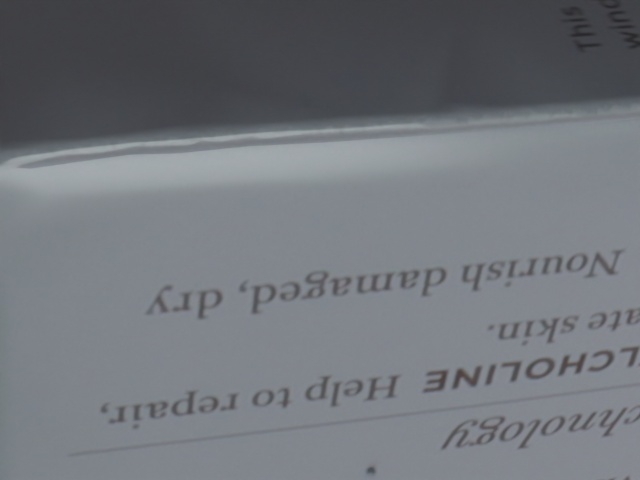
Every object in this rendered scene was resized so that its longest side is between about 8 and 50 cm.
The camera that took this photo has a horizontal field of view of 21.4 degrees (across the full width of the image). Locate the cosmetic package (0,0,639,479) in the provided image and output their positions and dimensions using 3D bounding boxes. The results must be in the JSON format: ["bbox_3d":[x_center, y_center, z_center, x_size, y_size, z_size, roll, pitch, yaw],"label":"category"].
[{"bbox_3d":[0.000,0.000,0.666,0.327,0.329,0.394,-6,136,-17],"label":"cosmetic package"}]
